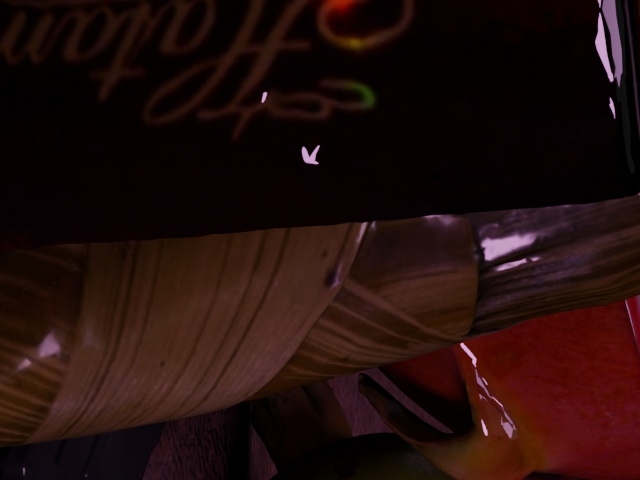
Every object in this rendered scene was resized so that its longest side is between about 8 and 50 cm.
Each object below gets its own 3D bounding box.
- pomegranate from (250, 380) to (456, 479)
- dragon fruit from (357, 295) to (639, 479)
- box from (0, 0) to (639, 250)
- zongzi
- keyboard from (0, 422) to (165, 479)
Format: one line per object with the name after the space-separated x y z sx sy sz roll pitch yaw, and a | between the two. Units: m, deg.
0.016 0.161 0.973 0.205 0.159 0.159 64 1 30 | pomegranate
0.090 -0.015 0.911 0.305 0.226 0.305 28 58 -60 | dragon fruit
-0.016 -0.124 0.630 0.415 0.264 0.116 -65 149 -65 | box
0.000 0.000 0.629 0.288 0.286 0.134 -48 128 -65 | zongzi
-0.094 0.069 0.773 0.262 0.016 0.106 -76 158 -57 | keyboard
